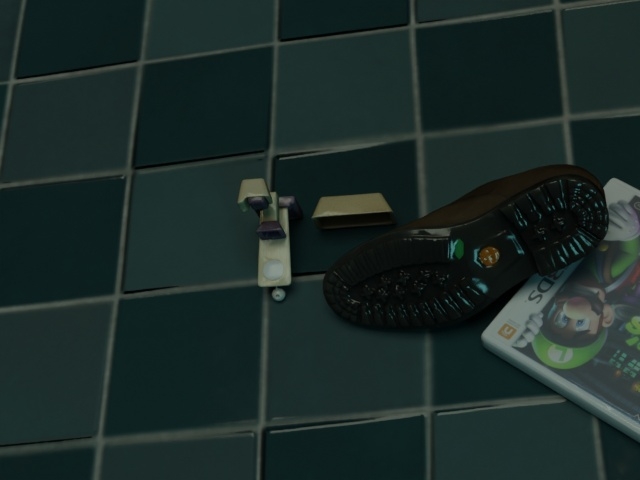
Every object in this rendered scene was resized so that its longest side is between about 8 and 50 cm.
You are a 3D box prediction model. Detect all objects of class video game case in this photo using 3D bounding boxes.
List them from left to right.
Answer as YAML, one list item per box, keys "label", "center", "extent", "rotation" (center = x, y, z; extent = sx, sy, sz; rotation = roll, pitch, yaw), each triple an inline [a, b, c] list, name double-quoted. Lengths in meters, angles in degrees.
- label: "video game case"
  center: [0.244, 0.057, 1.108]
  extent: [0.190, 0.022, 0.173]
  rotation: [31, 70, 29]

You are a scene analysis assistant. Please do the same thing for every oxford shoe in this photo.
- label: "oxford shoe"
  center: [0.111, 0.005, 1.153]
  extent: [0.227, 0.082, 0.096]
  rotation: [-19, 17, 15]

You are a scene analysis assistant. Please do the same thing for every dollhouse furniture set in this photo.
- label: "dollhouse furniture set"
  center: [0.000, 0.000, 1.181]
  extent: [0.114, 0.091, 0.081]
  rotation: [-4, 72, 8]
